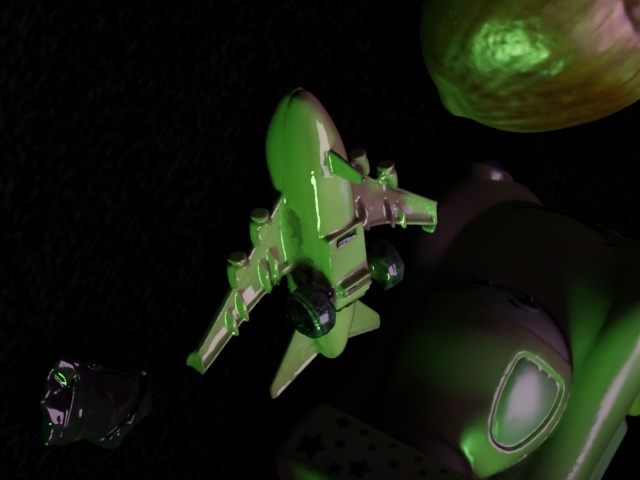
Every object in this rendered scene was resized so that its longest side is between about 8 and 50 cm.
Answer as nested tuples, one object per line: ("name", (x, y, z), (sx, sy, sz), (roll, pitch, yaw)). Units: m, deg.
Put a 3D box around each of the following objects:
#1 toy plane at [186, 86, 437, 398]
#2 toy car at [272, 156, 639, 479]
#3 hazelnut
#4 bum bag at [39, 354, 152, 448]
("toy plane", (0.000, 0.000, 1.111), (0.229, 0.092, 0.244), (-32, 143, -28))
("toy car", (0.133, 0.102, 1.284), (0.336, 0.242, 0.226), (-59, 151, -12))
("hazelnut", (0.168, -0.174, 1.201), (0.214, 0.176, 0.214), (-11, 127, -14))
("bum bag", (-0.140, 0.101, 0.985), (0.124, 0.034, 0.058), (27, 78, -65))
